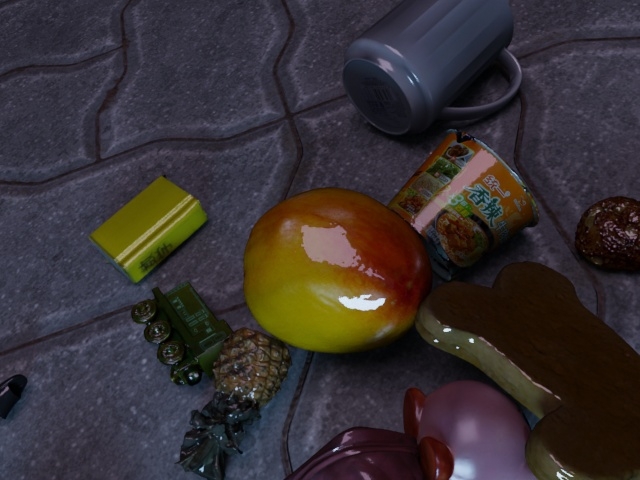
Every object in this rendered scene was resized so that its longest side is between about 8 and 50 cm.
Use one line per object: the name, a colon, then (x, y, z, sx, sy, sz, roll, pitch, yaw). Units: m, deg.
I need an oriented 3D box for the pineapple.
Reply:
pineapple: (-0.141, 0.271, 1.088, 0.128, 0.128, 0.248, 12, 63, 26)

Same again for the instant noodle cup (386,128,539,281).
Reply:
instant noodle cup: (0.235, -0.052, 1.167, 0.182, 0.230, 0.230, -42, 51, -3)

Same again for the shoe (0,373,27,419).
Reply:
shoe: (-0.609, 0.319, 1.237, 0.159, 0.062, 0.053, -37, 64, -13)

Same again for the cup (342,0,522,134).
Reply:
cup: (0.253, -0.372, 1.420, 0.323, 0.237, 0.327, 42, 70, 6)

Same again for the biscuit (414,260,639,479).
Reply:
biscuit: (0.335, 0.187, 0.931, 0.368, 0.076, 0.394, -12, 42, -37)

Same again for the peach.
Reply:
peach: (0.037, 0.048, 1.090, 0.308, 0.289, 0.289, -13, 48, 28)

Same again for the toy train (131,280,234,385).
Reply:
toy train: (-0.252, 0.165, 1.227, 0.137, 0.090, 0.225, -32, 49, -17)

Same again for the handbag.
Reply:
handbag: (0.044, 0.351, 0.897, 0.146, 0.225, 0.135, 13, 44, -26)

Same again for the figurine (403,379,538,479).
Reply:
figurine: (0.214, 0.281, 0.931, 0.173, 0.173, 0.173, -9, 50, 11)

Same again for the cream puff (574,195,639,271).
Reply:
cream puff: (0.507, -0.016, 1.125, 0.149, 0.084, 0.149, -10, 48, 11)

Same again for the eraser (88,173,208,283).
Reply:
eraser: (-0.368, -0.025, 1.424, 0.226, 0.069, 0.158, -44, 54, -17)
